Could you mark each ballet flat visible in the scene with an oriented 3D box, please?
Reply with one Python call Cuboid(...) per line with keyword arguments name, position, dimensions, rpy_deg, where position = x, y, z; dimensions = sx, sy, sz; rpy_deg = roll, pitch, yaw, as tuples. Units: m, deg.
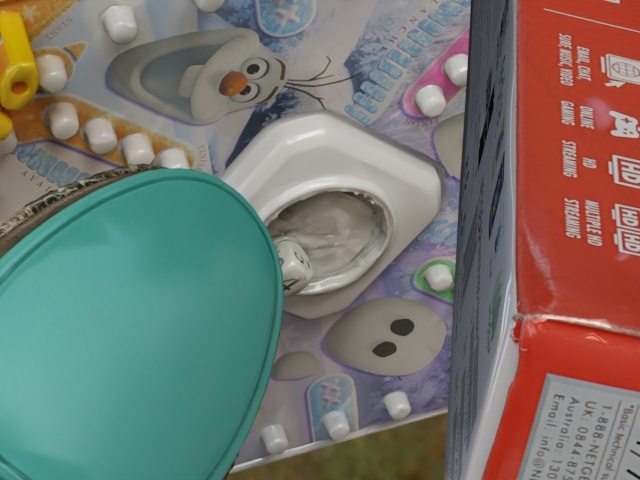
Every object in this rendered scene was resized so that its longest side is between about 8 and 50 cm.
Cuboid(name="ballet flat", position=(-0.152, 0.140, 0.780), dimensions=(0.182, 0.164, 0.483), rpy_deg=(-36, 20, 31))

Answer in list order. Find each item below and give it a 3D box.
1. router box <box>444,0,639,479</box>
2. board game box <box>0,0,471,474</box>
Cuboid(name="router box", position=(0.191, -0.010, 0.534), dimensions=(0.301, 0.082, 0.335), rpy_deg=(11, 31, -1))
Cuboid(name="board game box", position=(0.000, 0.000, 0.999), dimensions=(0.390, 0.390, 0.050), rpy_deg=(-15, 47, -8))
